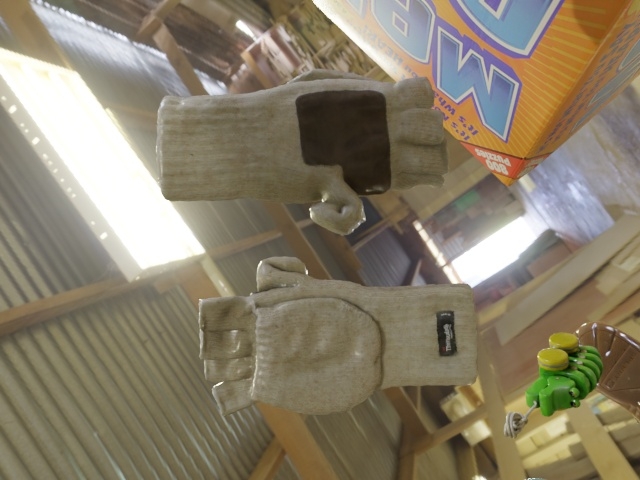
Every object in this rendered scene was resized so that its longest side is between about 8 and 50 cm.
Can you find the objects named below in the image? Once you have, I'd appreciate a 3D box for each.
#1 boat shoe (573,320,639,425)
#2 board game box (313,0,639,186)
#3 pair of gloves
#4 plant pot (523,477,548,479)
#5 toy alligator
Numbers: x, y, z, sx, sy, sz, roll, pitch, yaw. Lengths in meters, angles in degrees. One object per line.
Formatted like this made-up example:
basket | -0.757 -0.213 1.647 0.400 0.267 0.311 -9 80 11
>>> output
boat shoe | 0.490 0.239 0.674 0.123 0.123 0.342 26 -168 -32
board game box | 0.214 -0.344 0.467 0.356 0.356 0.356 48 174 16
pair of gloves | 0.000 0.000 0.366 0.042 0.204 0.240 -166 66 -86
plant pot | 0.434 0.581 0.903 0.272 0.271 0.255 48 -178 -20
toy alligator | 0.242 0.143 0.505 0.189 0.051 0.056 -26 -70 -46
